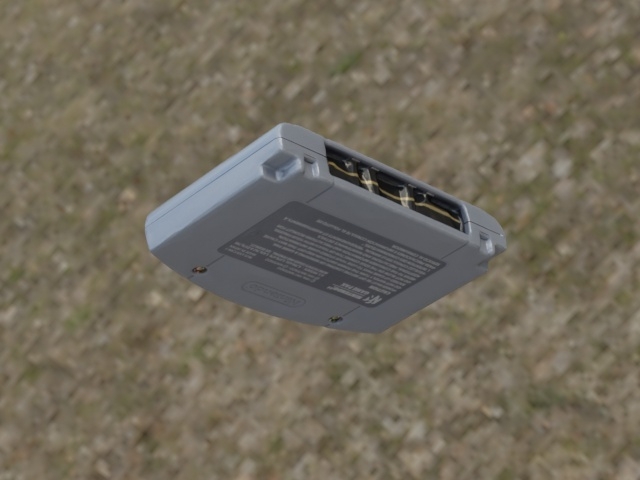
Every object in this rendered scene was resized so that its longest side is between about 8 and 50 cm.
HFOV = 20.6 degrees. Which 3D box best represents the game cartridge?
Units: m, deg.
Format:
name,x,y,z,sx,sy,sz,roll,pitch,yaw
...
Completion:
name,x,y,z,sx,sy,sz,roll,pitch,yaw
game cartridge,0.000,0.000,0.437,0.056,0.083,0.017,-35,51,31
